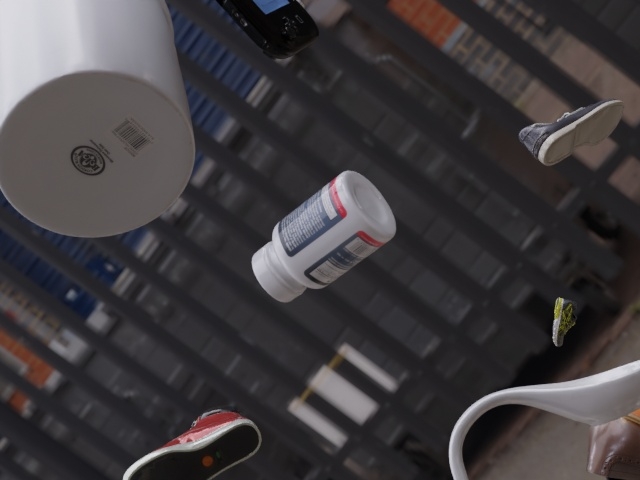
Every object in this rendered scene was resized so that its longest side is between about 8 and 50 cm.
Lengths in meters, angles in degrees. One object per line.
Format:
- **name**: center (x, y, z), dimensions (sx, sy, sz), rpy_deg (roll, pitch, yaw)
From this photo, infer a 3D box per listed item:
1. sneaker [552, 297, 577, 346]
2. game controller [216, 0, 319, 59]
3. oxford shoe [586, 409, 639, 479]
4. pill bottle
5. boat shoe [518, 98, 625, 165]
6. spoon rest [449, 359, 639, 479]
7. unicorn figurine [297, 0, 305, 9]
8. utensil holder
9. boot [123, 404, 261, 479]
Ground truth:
- **sneaker**: center (0.382, 0.130, 1.923), dimensions (0.031, 0.035, 0.083), rpy_deg (-68, -19, -62)
- **game controller**: center (-0.132, -0.412, 1.891), dimensions (0.067, 0.319, 0.166), rpy_deg (-41, 2, 38)
- **oxford shoe**: center (0.473, 0.336, 1.712), dimensions (0.130, 0.363, 0.133), rpy_deg (7, 65, 52)
- **pill bottle**: center (0.000, 0.000, 1.617), dimensions (0.180, 0.108, 0.108), rpy_deg (-36, 11, 24)
- **boat shoe**: center (0.379, -0.176, 1.849), dimensions (0.206, 0.065, 0.075), rpy_deg (-27, -41, -35)
- **spoon rest**: center (0.262, 0.185, 1.384), dimensions (0.276, 0.084, 0.137), rpy_deg (-27, -6, 2)
- **unicorn figurine**: center (-0.075, -0.420, 2.079), dimensions (0.060, 0.162, 0.111), rpy_deg (-56, 12, 13)
- **utensil holder**: center (-0.378, -0.235, 1.979), dimensions (0.328, 0.327, 0.385), rpy_deg (-52, 33, 25)
- **boot**: center (-0.235, 0.366, 2.144), dimensions (0.244, 0.088, 0.176), rpy_deg (-23, 13, -15)
